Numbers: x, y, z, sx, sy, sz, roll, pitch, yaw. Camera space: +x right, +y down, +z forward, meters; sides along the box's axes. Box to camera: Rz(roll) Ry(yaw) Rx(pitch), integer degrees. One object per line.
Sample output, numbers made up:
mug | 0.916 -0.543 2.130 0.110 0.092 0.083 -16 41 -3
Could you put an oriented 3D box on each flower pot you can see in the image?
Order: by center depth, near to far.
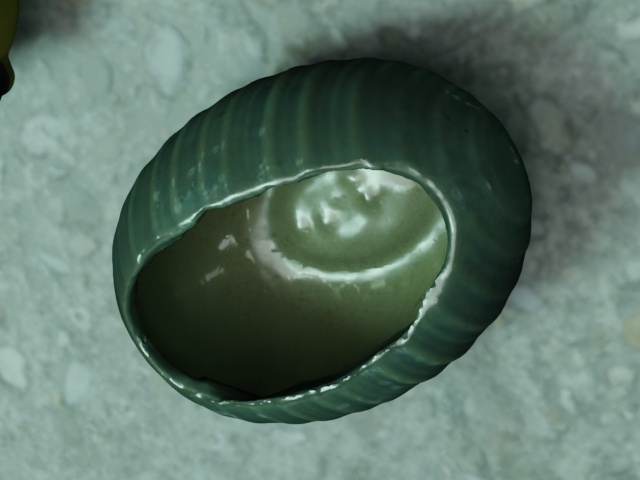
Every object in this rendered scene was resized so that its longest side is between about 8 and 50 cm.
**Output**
flower pot | 0.000 0.000 1.080 0.243 0.157 0.189 -22 105 22

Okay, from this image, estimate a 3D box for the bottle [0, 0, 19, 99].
bottle | -0.330 -0.092 1.137 0.351 0.171 0.171 -26 102 22
